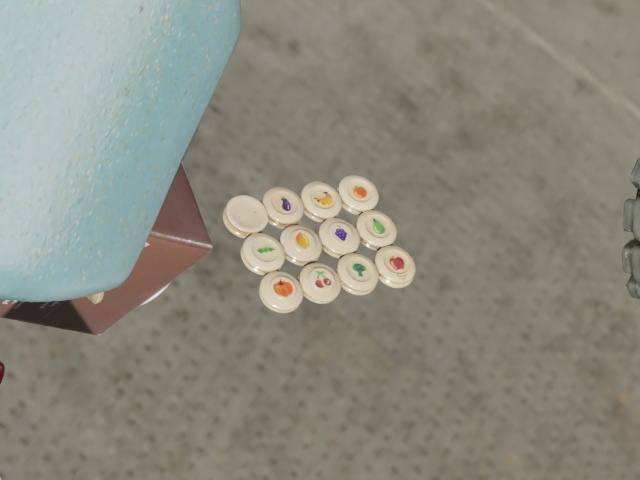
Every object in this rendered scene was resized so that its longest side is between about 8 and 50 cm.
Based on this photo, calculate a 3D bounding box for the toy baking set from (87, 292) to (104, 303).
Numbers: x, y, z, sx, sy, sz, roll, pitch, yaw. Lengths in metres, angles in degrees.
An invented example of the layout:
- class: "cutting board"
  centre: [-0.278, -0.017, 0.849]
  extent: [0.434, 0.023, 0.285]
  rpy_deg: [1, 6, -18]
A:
- class: "toy baking set"
  centre: [-0.178, -0.092, 1.342]
  extent: [0.030, 0.197, 0.256]
  rpy_deg: [-7, 55, -31]

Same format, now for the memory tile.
- class: "memory tile"
  centre: [0.000, 0.000, 1.518]
  extent: [0.148, 0.012, 0.113]
  rpy_deg: [-12, 63, -29]

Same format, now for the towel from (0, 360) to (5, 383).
- class: "towel"
  centre: [-0.466, 0.188, 2.048]
  extent: [0.031, 0.199, 0.275]
  rpy_deg: [33, -5, 22]

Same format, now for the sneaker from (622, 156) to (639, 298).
- class: "sneaker"
  centre: [0.317, -0.013, 1.001]
  extent: [0.146, 0.134, 0.343]
  rpy_deg: [19, 27, 41]

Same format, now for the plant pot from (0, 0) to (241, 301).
- class: "plant pot"
  centre: [-0.178, -0.101, 0.791]
  extent: [0.252, 0.247, 0.248]
  rpy_deg: [36, 73, -46]

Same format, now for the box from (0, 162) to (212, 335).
- class: "box"
  centre: [-0.313, -0.027, 1.858]
  extent: [0.381, 0.191, 0.143]
  rpy_deg: [18, 44, -49]

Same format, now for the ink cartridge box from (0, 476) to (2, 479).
- class: "ink cartridge box"
  centre: [-0.311, 0.380, 1.403]
  extent: [0.071, 0.330, 0.324]
  rpy_deg: [14, 51, 33]
